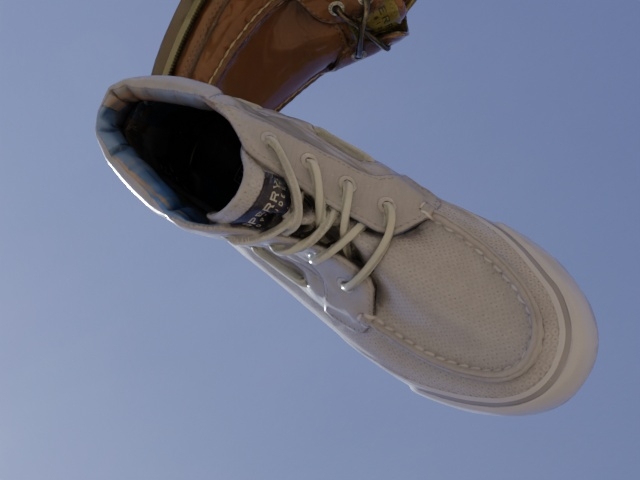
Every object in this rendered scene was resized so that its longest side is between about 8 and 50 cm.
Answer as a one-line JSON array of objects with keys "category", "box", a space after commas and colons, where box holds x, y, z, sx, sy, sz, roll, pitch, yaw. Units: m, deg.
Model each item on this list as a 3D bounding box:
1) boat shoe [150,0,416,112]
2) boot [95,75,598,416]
[{"category": "boat shoe", "box": [0.009, -0.170, 0.987, 0.104, 0.111, 0.307, 31, -102, 26]}, {"category": "boot", "box": [0.000, 0.000, 0.709, 0.258, 0.123, 0.095, 29, -83, 35]}]
